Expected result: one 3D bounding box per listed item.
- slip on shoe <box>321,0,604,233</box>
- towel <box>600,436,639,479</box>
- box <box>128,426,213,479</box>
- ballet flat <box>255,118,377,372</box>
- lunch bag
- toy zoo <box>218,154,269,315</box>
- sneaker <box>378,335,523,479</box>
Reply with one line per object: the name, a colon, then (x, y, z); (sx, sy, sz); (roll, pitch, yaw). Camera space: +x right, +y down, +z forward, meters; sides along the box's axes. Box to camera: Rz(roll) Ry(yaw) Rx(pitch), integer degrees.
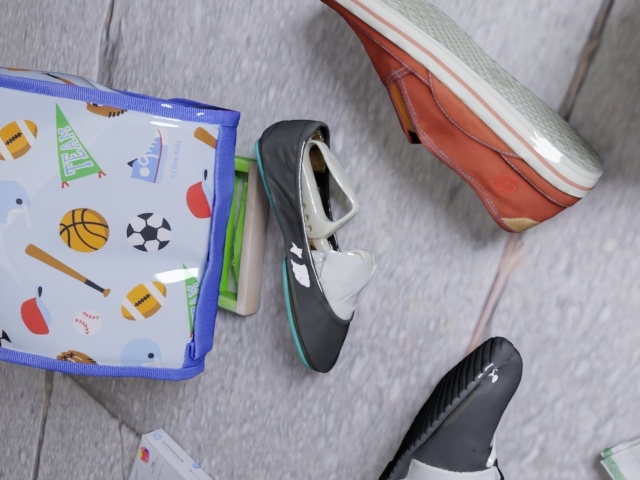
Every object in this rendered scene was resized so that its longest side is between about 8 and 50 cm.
slip on shoe: (0.101, -0.138, 0.629); (0.331, 0.123, 0.101); (48, 125, 17)
towel: (0.324, 0.197, 0.560); (0.152, 0.023, 0.113); (-37, 76, 32)
box: (-0.200, 0.380, 0.972); (0.186, 0.038, 0.145); (32, 114, 29)
ballet flat: (0.000, 0.000, 0.738); (0.096, 0.095, 0.280); (-15, 86, 26)
lunch bag: (-0.292, -0.029, 0.820); (0.385, 0.239, 0.328); (11, 102, 13)
toy zoo: (-0.190, -0.032, 0.915); (0.293, 0.030, 0.192); (16, 105, 35)
sneaker: (0.133, 0.245, 0.665); (0.146, 0.122, 0.330); (30, 113, 11)
